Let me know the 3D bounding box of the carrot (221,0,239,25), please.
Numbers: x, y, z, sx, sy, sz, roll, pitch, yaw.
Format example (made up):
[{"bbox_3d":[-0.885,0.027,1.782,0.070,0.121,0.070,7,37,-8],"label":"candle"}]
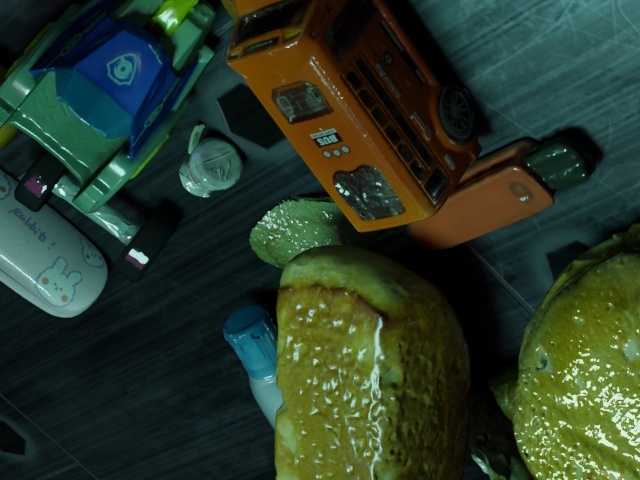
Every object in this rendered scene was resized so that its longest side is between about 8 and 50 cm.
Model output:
[{"bbox_3d":[-0.098,-0.281,1.640,0.047,0.047,0.191,2,138,32],"label":"carrot"}]

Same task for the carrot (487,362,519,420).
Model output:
[{"bbox_3d":[0.278,0.173,1.847,0.173,0.082,0.082,-20,119,41],"label":"carrot"}]

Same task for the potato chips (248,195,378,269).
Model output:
[{"bbox_3d":[0.000,0.000,1.890,0.142,0.026,0.209,39,139,-4],"label":"potato chips"}]

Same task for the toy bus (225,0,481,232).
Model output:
[{"bbox_3d":[0.016,-0.170,1.594,0.143,0.153,0.329,-11,125,42],"label":"toy bus"}]

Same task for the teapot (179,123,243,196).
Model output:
[{"bbox_3d":[-0.135,-0.093,1.857,0.064,0.064,0.083,-30,80,56],"label":"teapot"}]

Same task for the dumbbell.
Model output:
[{"bbox_3d":[-0.280,-0.039,1.970,0.191,0.100,0.100,35,141,-5],"label":"dumbbell"}]

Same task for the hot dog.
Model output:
[{"bbox_3d":[0.068,0.197,1.829,0.185,0.223,0.405,10,105,34],"label":"hot dog"}]

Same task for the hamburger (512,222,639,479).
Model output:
[{"bbox_3d":[0.347,0.141,1.642,0.290,0.170,0.314,25,104,20],"label":"hamburger"}]

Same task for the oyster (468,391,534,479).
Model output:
[{"bbox_3d":[0.242,0.280,1.919,0.083,0.214,0.223,-35,102,9],"label":"oyster"}]

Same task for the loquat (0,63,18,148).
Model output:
[{"bbox_3d":[-0.431,-0.161,1.909,0.141,0.141,0.141,18,140,16],"label":"loquat"}]

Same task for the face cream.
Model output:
[{"bbox_3d":[-0.031,0.224,2.062,0.336,0.080,0.163,62,175,-34],"label":"face cream"}]

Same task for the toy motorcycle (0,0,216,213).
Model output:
[{"bbox_3d":[-0.237,-0.168,1.724,0.191,0.200,0.326,40,144,-10],"label":"toy motorcycle"}]

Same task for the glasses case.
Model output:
[{"bbox_3d":[-0.413,-0.014,2.072,0.297,0.113,0.075,39,139,-10],"label":"glasses case"}]

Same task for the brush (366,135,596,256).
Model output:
[{"bbox_3d":[0.165,-0.045,1.716,0.070,0.051,0.323,42,138,-24],"label":"brush"}]
